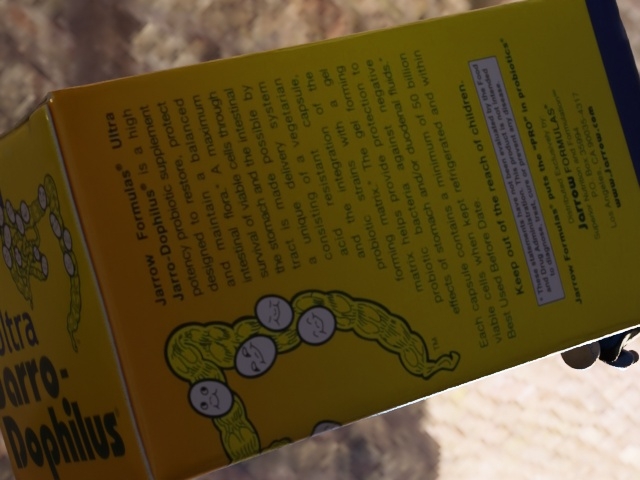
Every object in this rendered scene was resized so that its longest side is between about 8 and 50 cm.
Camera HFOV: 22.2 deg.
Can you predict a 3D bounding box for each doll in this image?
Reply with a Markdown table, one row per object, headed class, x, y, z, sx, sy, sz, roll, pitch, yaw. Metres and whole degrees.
| class | x | y | z | sx | sy | sz | roll | pitch | yaw |
| --- | --- | --- | --- | --- | --- | --- | --- | --- | --- |
| doll | 0.288 | 0.058 | 1.554 | 0.046 | 0.189 | 0.129 | 4 | 127 | 51 |

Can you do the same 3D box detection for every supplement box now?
| class | x | y | z | sx | sy | sz | roll | pitch | yaw |
| --- | --- | --- | --- | --- | --- | --- | --- | --- | --- |
| supplement box | 0.000 | 0.000 | 0.913 | 0.356 | 0.194 | 0.195 | -15 | -92 | -30 |
